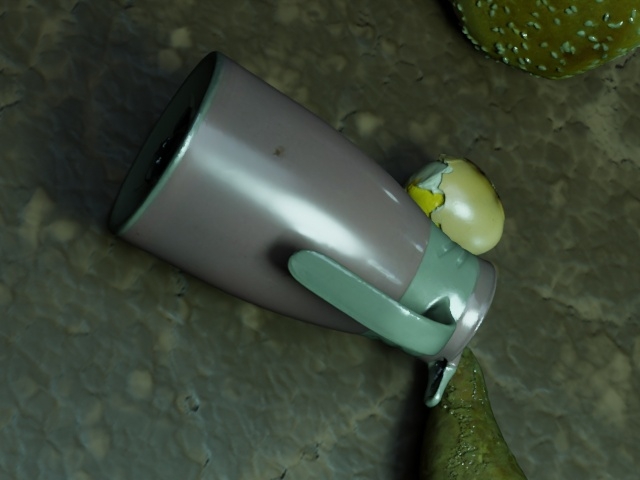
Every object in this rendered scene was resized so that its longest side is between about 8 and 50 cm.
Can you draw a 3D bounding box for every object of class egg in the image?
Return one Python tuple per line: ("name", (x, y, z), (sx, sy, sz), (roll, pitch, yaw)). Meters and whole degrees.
("egg", (0.103, -0.024, 1.166), (0.071, 0.071, 0.083), (-43, 98, -28))

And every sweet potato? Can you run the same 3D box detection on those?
("sweet potato", (0.152, 0.225, 1.086), (0.310, 0.098, 0.124), (53, 32, 5))

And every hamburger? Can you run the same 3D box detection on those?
("hamburger", (0.201, -0.225, 1.194), (0.189, 0.215, 0.122), (56, 47, -12))

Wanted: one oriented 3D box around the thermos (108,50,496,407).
("thermos", (0.000, 0.000, 1.070), (0.265, 0.176, 0.146), (31, 107, -14))
